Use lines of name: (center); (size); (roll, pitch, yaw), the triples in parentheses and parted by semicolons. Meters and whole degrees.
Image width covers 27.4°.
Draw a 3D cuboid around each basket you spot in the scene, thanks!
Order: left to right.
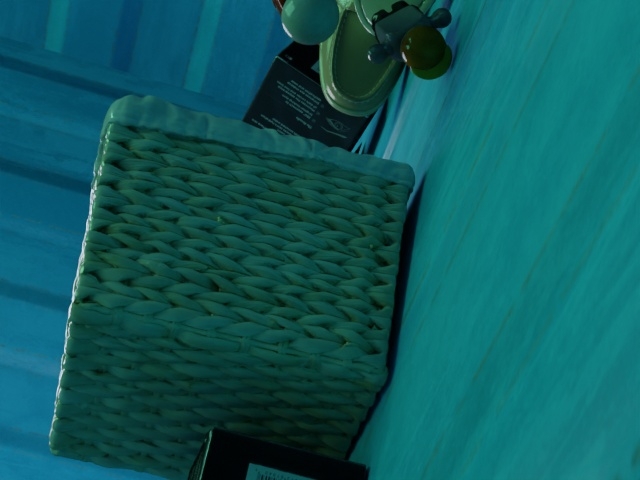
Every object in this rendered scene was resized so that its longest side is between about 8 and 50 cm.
basket: (-0.104, 0.074, 1.377); (0.328, 0.331, 0.266); (111, 170, -51)

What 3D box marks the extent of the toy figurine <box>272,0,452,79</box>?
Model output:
toy figurine: (0.062, -0.287, 1.358); (0.213, 0.209, 0.148); (-66, 24, 17)

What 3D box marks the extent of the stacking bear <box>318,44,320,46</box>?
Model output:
stacking bear: (-0.007, -0.251, 2.321); (0.289, 0.175, 0.164); (123, 157, -43)

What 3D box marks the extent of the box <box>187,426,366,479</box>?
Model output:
box: (-0.056, 0.268, 1.262); (0.207, 0.153, 0.108); (115, 169, -66)

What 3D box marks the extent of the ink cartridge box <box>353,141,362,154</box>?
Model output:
ink cartridge box: (0.020, -0.015, 1.964); (0.232, 0.066, 0.189); (-47, -19, -51)

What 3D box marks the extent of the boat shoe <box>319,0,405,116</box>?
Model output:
boat shoe: (0.083, -0.332, 1.715); (0.110, 0.121, 0.341); (138, 148, -82)

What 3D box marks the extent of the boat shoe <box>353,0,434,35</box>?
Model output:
boat shoe: (0.130, -0.398, 1.509); (0.113, 0.127, 0.340); (-29, -46, -55)

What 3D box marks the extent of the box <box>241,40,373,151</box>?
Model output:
box: (-0.014, -0.184, 1.891); (0.158, 0.156, 0.093); (-57, -3, 38)
